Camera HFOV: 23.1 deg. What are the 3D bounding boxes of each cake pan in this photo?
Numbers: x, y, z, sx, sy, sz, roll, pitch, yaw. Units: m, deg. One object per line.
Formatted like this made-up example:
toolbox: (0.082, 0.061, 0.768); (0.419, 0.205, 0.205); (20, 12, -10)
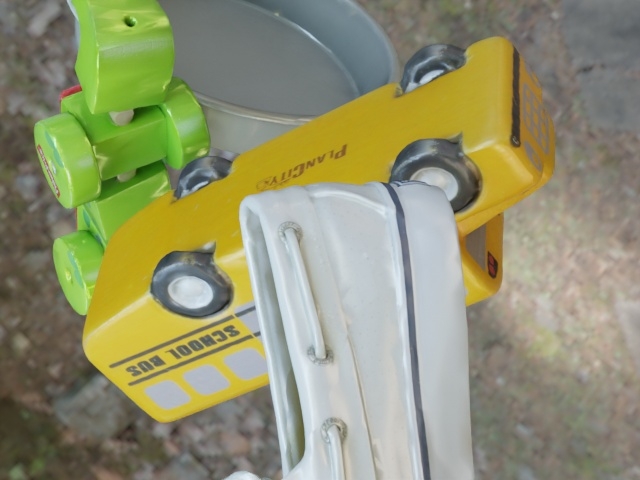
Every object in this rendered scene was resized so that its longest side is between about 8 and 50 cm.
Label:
cake pan: (-0.077, -0.166, 1.312); (0.293, 0.293, 0.054); (34, 125, 15)

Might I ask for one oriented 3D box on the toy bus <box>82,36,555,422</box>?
toy bus: (0.000, 0.000, 0.994); (0.332, 0.108, 0.130); (-24, 126, 27)

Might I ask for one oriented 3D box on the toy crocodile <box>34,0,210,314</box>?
toy crocodile: (-0.152, -0.041, 1.179); (0.105, 0.115, 0.340); (55, 156, 33)

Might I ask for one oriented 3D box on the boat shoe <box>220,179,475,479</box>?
boat shoe: (-0.006, 0.140, 0.758); (0.156, 0.367, 0.136); (2, 162, -13)
